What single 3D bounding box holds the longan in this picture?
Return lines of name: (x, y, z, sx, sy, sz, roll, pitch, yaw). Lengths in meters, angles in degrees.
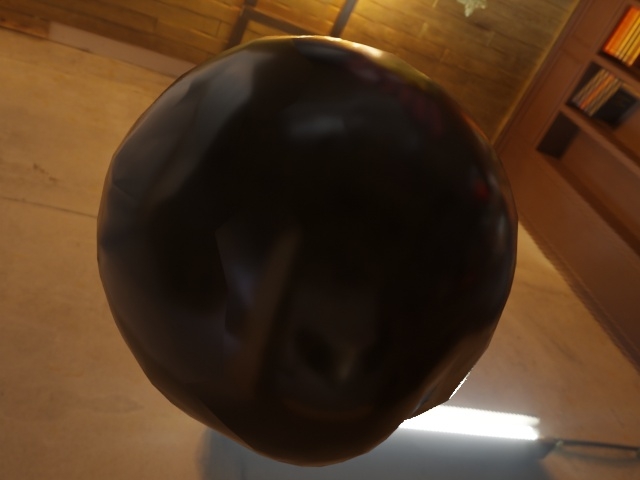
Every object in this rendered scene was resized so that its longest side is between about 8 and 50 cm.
longan: (0.000, 0.000, 0.579, 0.404, 0.336, 0.404, 42, -150, -31)
